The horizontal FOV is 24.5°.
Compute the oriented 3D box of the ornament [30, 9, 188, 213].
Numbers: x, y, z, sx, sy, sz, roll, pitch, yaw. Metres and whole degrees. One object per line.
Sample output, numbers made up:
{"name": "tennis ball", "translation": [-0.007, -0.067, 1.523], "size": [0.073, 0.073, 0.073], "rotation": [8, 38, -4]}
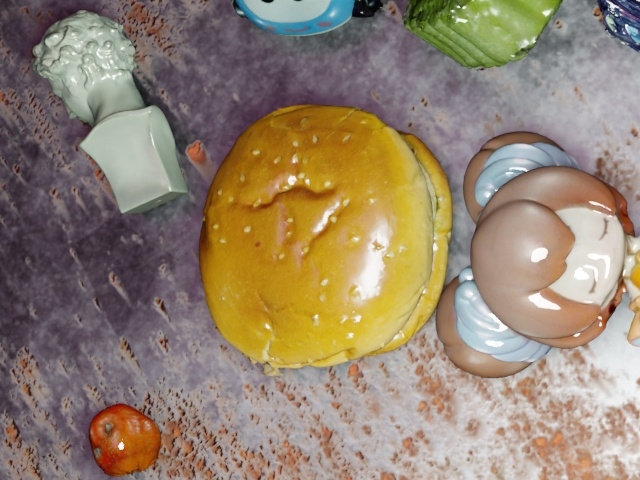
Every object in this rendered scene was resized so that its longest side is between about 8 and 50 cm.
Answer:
{"name": "ornament", "translation": [-0.257, -0.165, 1.835], "size": [0.130, 0.120, 0.285], "rotation": [-37, 70, 7]}

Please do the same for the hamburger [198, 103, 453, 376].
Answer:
{"name": "hamburger", "translation": [0.000, 0.000, 1.677], "size": [0.290, 0.170, 0.314], "rotation": [1, 79, 30]}

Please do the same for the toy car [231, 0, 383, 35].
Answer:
{"name": "toy car", "translation": [-0.028, -0.378, 1.761], "size": [0.188, 0.190, 0.255], "rotation": [3, 81, 20]}

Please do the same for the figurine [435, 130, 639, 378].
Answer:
{"name": "figurine", "translation": [0.320, 0.025, 1.536], "size": [0.388, 0.248, 0.277], "rotation": [10, 79, 13]}

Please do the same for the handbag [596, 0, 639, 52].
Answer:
{"name": "handbag", "translation": [0.404, -0.232, 1.583], "size": [0.260, 0.162, 0.113], "rotation": [30, 88, 20]}

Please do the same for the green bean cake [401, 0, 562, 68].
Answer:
{"name": "green bean cake", "translation": [0.198, -0.304, 1.656], "size": [0.113, 0.200, 0.214], "rotation": [30, 85, -19]}

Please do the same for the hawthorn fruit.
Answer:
{"name": "hawthorn fruit", "translation": [-0.236, 0.236, 1.756], "size": [0.093, 0.093, 0.093], "rotation": [-4, 77, 19]}
